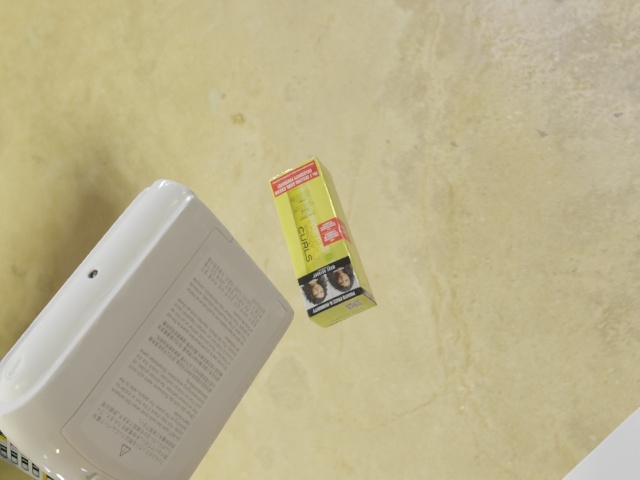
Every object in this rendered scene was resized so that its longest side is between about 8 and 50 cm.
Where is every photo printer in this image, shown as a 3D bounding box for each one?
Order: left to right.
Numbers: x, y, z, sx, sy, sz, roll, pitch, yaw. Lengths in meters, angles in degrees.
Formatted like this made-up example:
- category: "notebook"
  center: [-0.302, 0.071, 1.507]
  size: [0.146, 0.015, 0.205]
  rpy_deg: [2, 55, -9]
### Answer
- category: "photo printer"
  center: [-0.186, 0.127, 0.760]
  size: [0.107, 0.256, 0.307]
  rpy_deg: [13, 60, 41]

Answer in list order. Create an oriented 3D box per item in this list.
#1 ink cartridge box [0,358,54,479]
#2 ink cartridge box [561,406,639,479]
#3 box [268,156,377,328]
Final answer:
- category: "ink cartridge box"
  center: [-0.430, 0.365, 1.237]
  size: [0.309, 0.130, 0.272]
  rpy_deg: [22, 119, 16]
- category: "ink cartridge box"
  center: [0.411, 0.288, 0.591]
  size: [0.151, 0.395, 0.270]
  rpy_deg: [-90, 20, -50]
- category: "box"
  center: [0.000, 0.000, 0.973]
  size: [0.087, 0.058, 0.232]
  rpy_deg: [-24, 60, 14]
